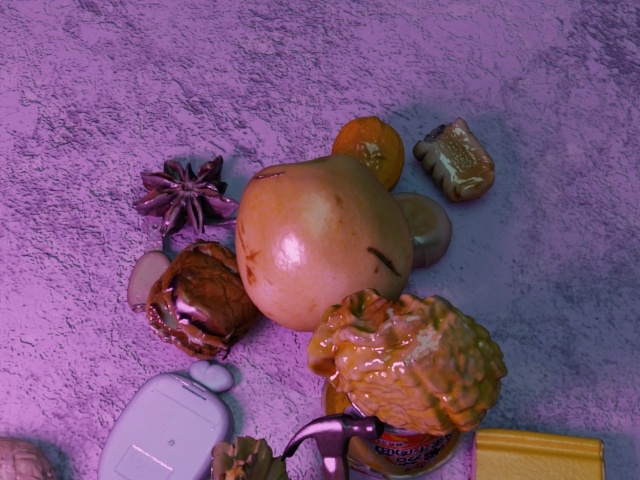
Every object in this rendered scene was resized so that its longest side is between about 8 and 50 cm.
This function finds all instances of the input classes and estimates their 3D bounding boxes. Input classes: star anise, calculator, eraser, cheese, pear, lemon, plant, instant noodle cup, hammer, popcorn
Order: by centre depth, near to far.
[{"bbox_3d":[0.123,0.162,1.337,0.286,0.225,0.173,25,60,10],"label":"popcorn"},{"bbox_3d":[-0.142,0.437,1.402,0.297,0.261,0.306,15,53,6],"label":"plant"},{"bbox_3d":[0.040,0.481,1.407,0.168,0.044,0.440,-9,87,25],"label":"hammer"},{"bbox_3d":[0.353,0.395,1.536,0.226,0.069,0.158,6,63,1],"label":"eraser"},{"bbox_3d":[0.131,0.241,1.536,0.264,0.200,0.264,1,62,-1],"label":"instant noodle cup"},{"bbox_3d":[0.000,0.000,1.569,0.309,0.309,0.309,0,64,-1],"label":"pear"},{"bbox_3d":[-0.252,0.325,1.573,0.184,0.042,0.295,28,68,12],"label":"calculator"},{"bbox_3d":[-0.302,0.039,1.714,0.097,0.037,0.192,-2,65,-3],"label":"cheese"},{"bbox_3d":[-0.231,-0.073,1.743,0.231,0.089,0.209,36,60,16],"label":"star anise"},{"bbox_3d":[0.087,-0.146,1.756,0.142,0.142,0.187,12,68,5],"label":"lemon"}]

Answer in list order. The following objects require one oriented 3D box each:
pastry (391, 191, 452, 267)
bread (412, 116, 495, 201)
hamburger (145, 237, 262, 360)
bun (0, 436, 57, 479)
[{"bbox_3d":[0.164,-0.024,1.727,0.156,0.092,0.156,3,59,-6],"label":"pastry"},{"bbox_3d":[0.255,-0.151,1.792,0.119,0.084,0.177,-26,68,-12],"label":"bread"},{"bbox_3d":[-0.191,0.099,1.625,0.183,0.130,0.206,39,57,-4],"label":"hamburger"},{"bbox_3d":[-0.526,0.405,1.477,0.220,0.134,0.220,0,65,0],"label":"bun"}]
